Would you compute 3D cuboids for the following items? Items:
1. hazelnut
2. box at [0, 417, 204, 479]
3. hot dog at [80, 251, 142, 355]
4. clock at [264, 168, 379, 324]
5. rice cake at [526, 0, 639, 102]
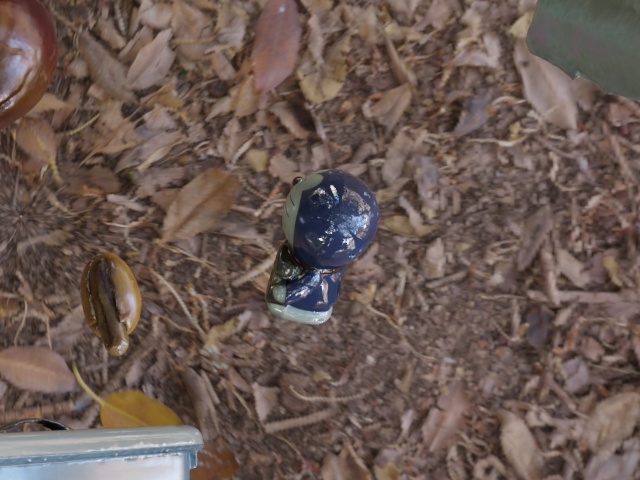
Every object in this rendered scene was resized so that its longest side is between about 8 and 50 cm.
[{"bbox_3d":[-0.452,-0.225,1.287,0.229,0.229,0.229,0,91,-17],"label":"hazelnut"},{"bbox_3d":[-0.205,0.192,0.719,0.227,0.162,0.130,7,69,-47],"label":"box"},{"bbox_3d":[-0.288,0.086,1.371,0.089,0.060,0.140,-9,89,28],"label":"hot dog"},{"bbox_3d":[0.000,0.000,1.563,0.146,0.199,0.243,21,126,-1],"label":"clock"},{"bbox_3d":[0.159,-0.099,0.452,0.040,0.226,0.085,4,112,-18],"label":"rice cake"}]
